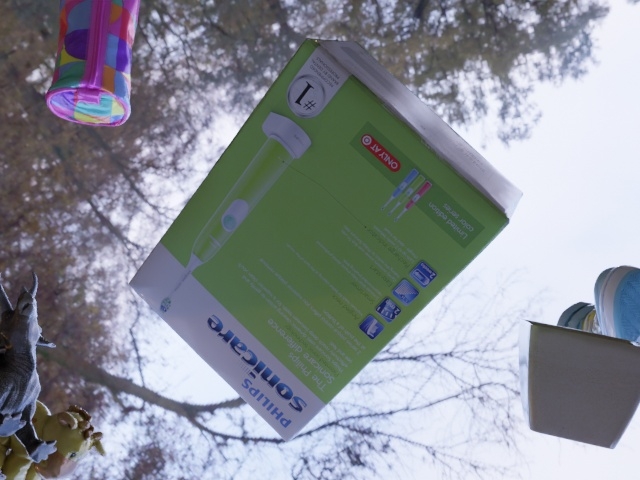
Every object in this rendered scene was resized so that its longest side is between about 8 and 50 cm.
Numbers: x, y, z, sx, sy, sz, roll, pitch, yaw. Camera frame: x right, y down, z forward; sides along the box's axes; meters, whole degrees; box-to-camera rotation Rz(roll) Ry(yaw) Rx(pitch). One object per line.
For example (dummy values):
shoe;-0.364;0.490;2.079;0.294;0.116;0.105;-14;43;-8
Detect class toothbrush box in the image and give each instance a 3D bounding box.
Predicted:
toothbrush box;0.000;0.000;0.610;0.283;0.206;0.122;-50;173;23

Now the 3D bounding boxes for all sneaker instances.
sneaker;0.423;0.130;1.048;0.127;0.319;0.208;-48;-144;-13

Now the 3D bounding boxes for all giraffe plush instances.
giraffe plush;-0.454;0.336;1.156;0.170;0.181;0.210;7;-98;19

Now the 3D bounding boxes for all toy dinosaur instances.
toy dinosaur;-0.403;0.198;0.792;0.313;0.121;0.160;-41;-127;0

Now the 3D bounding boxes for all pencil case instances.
pencil case;-0.264;-0.256;0.821;0.104;0.104;0.236;-7;-106;23

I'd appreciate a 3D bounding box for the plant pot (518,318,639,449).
plant pot;0.238;0.133;0.648;0.109;0.109;0.096;11;-91;11
